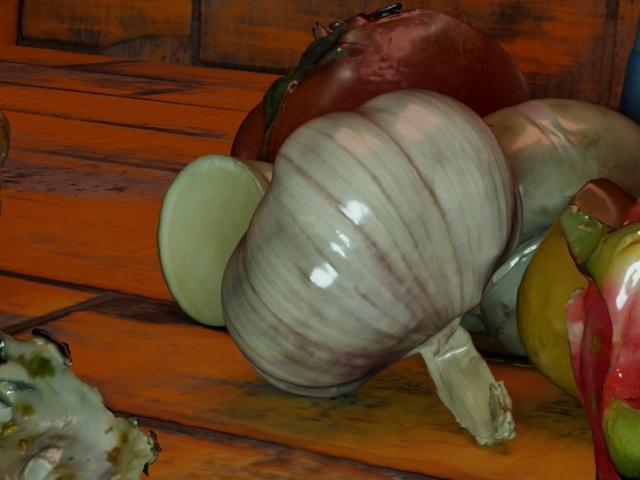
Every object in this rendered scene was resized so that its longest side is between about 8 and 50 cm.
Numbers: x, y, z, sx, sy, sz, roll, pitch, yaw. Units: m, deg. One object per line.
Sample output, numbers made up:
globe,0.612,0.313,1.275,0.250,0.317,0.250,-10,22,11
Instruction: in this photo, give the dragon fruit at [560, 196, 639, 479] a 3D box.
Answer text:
dragon fruit,0.257,0.072,0.971,0.237,0.231,0.302,-6,-1,8

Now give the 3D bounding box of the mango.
mango,0.230,0.059,1.271,0.166,0.136,0.236,42,14,15

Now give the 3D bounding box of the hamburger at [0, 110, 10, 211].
hamburger,-0.428,-0.057,1.527,0.284,0.174,0.304,-4,13,-27

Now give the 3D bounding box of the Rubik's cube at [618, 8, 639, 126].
Rubik's cube,0.468,-0.160,1.624,0.344,0.347,0.347,13,37,13

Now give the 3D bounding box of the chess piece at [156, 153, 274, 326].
chess piece,0.000,0.000,1.525,0.251,0.144,0.144,0,10,-44

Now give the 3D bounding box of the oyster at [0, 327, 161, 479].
oyster,-0.236,0.113,0.989,0.294,0.094,0.166,18,33,16

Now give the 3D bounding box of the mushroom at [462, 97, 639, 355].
mushroom,0.179,-0.008,1.439,0.254,0.255,0.184,1,45,-17

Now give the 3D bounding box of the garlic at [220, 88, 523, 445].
garlic,0.060,0.038,1.218,0.245,0.245,0.253,-10,53,-52

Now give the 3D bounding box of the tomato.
tomato,0.073,-0.063,1.705,0.309,0.309,0.170,2,36,-10
